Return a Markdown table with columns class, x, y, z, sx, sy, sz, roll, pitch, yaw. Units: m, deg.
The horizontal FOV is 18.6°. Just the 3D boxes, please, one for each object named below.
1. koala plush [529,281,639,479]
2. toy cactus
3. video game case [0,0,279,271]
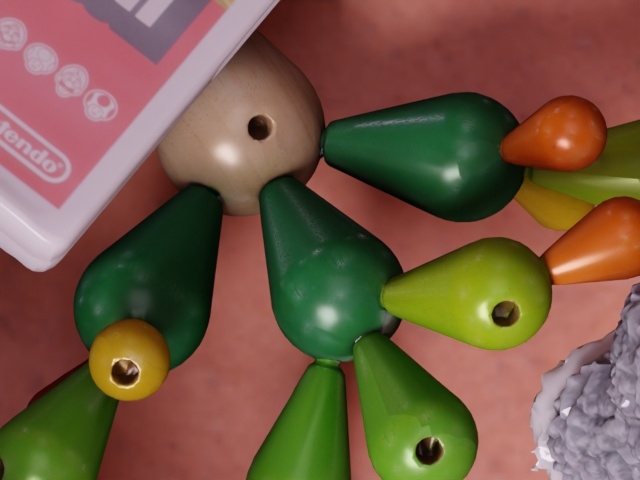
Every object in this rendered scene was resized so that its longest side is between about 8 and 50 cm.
| class | x | y | z | sx | sy | sz | roll | pitch | yaw |
| --- | --- | --- | --- | --- | --- | --- | --- | --- | --- |
| koala plush | 0.165 | 0.024 | 0.430 | 0.221 | 0.196 | 0.203 | -9 | 88 | -14 |
| toy cactus | 0.000 | 0.000 | 0.555 | 0.219 | 0.112 | 0.180 | -30 | 59 | -4 |
| video game case | -0.071 | -0.156 | 0.557 | 0.204 | 0.025 | 0.285 | 39 | 61 | -3 |
